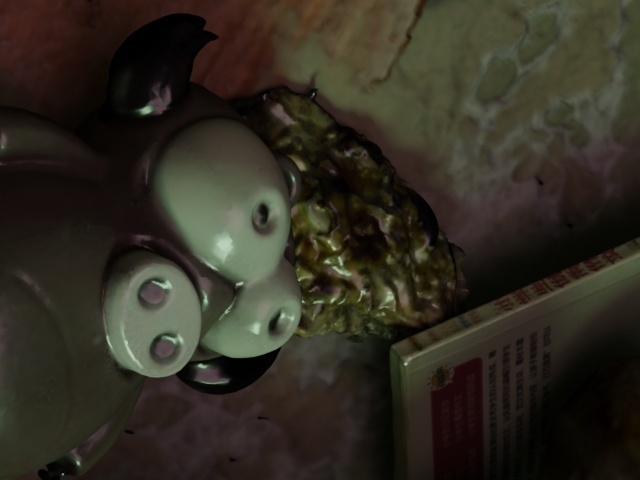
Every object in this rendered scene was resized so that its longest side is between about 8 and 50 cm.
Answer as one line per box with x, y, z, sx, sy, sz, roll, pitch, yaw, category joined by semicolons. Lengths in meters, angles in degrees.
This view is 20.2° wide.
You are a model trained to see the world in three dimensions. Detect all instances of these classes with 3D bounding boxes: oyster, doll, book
0.007;0.003;0.882;0.177;0.056;0.105;46;76;-26;oyster
-0.109;0.015;0.760;0.257;0.117;0.182;-21;118;-27;doll
0.140;0.073;0.959;0.232;0.022;0.162;-22;134;-19;book

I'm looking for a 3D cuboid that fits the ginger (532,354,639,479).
0.098;0.223;0.845;0.176;0.375;0.256;36;131;2;ginger
